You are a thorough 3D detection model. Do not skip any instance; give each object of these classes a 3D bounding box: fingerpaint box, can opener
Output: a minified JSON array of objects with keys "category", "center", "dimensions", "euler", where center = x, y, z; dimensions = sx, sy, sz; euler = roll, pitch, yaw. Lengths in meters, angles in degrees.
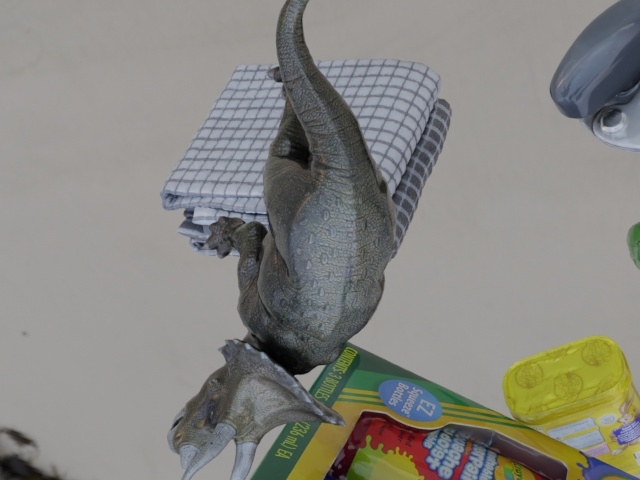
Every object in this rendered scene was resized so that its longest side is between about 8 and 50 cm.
[{"category":"fingerpaint box","center":[0.094,0.313,0.898],"dimensions":[0.371,0.445,0.163],"euler":[25,119,10]},{"category":"can opener","center":[0.273,-0.180,0.741],"dimensions":[0.074,0.280,0.093],"euler":[37,175,37]}]

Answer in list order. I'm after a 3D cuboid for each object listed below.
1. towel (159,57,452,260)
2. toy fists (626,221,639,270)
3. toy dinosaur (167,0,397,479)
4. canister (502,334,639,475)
[{"category":"towel","center":[-0.013,-0.085,1.224],"dimensions":[0.284,0.235,0.121],"euler":[2,140,30]},{"category":"toy fists","center":[0.566,0.073,1.597],"dimensions":[0.279,0.096,0.142],"euler":[42,-176,4]},{"category":"toy dinosaur","center":[0.000,0.000,0.627],"dimensions":[0.121,0.160,0.313],"euler":[8,125,-25]},{"category":"canister","center":[0.277,0.185,1.127],"dimensions":[0.126,0.073,0.170],"euler":[-22,133,16]}]
